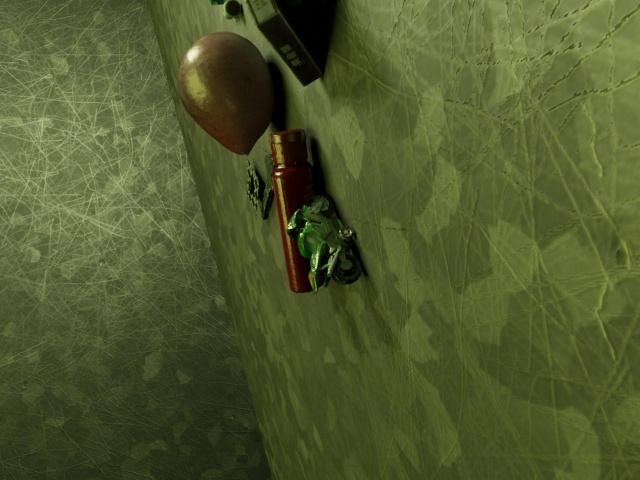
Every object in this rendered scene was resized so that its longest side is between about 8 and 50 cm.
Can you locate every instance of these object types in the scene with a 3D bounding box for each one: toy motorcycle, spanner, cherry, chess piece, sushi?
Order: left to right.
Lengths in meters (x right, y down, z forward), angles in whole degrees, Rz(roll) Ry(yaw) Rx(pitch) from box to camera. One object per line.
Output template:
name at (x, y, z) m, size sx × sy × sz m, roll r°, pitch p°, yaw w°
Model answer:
chess piece at (-0.219, -0.560, 1.252) m, size 0.093 × 0.042 × 0.042 m, roll -136°, pitch 35°, yaw -68°
cherry at (-0.192, -0.324, 1.121) m, size 0.239 × 0.206 × 0.239 m, roll 34°, pitch 161°, yaw 13°
sushi at (-0.184, -0.155, 1.472) m, size 0.120 × 0.026 × 0.126 m, roll -119°, pitch 27°, yaw -44°
spanner at (-0.139, -0.129, 1.359) m, size 0.325 × 0.026 × 0.093 m, roll 121°, pitch 133°, yaw -66°
toy motorcycle at (0.000, 0.000, 0.918) m, size 0.074 × 0.106 × 0.190 m, roll 106°, pitch 146°, yaw -58°

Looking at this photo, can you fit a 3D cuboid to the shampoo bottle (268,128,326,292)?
shampoo bottle at (-0.043, -0.057, 1.016) m, size 0.118 × 0.076 × 0.314 m, roll -44°, pitch -51°, yaw -60°

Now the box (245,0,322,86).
box at (-0.098, -0.428, 0.842) m, size 0.180 × 0.047 × 0.325 m, roll 30°, pitch -145°, yaw -65°

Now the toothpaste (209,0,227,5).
toothpaste at (-0.299, -0.723, 1.342) m, size 0.065 × 0.050 × 0.267 m, roll 109°, pitch 142°, yaw -55°

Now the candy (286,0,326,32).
candy at (-0.049, -0.467, 0.775) m, size 0.275 × 0.070 × 0.145 m, roll 68°, pitch 154°, yaw 11°
